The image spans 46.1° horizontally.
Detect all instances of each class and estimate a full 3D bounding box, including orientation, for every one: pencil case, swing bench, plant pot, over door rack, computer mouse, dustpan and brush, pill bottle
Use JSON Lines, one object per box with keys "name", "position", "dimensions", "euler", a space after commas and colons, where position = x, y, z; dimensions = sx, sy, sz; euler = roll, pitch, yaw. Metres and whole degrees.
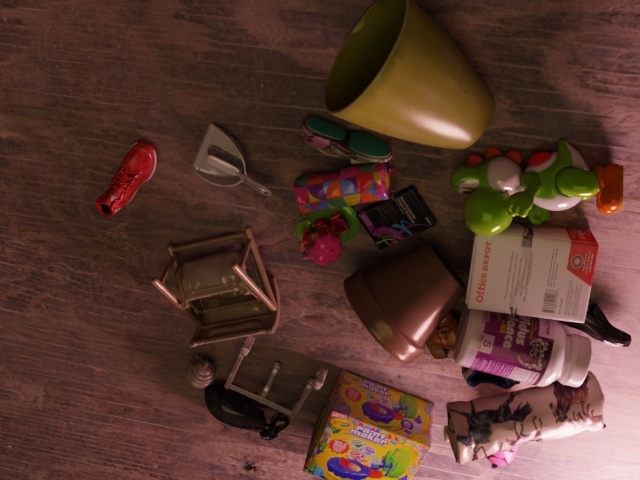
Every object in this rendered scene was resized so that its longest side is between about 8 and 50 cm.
{"name": "pencil case", "position": [0.517, 0.538, 2.108], "dimensions": [0.098, 0.095, 0.209], "euler": [12, 122, 6]}
{"name": "pencil case", "position": [0.057, -0.125, 1.774], "dimensions": [0.237, 0.104, 0.104], "euler": [-8, 120, 18]}
{"name": "swing bench", "position": [-0.264, 0.130, 1.983], "dimensions": [0.254, 0.165, 0.254], "euler": [-12, 125, 19]}
{"name": "plant pot", "position": [0.204, -0.311, 1.540], "dimensions": [0.294, 0.274, 0.275], "euler": [27, 126, -23]}
{"name": "over door rack", "position": [-0.126, 0.375, 2.124], "dimensions": [0.240, 0.108, 0.324], "euler": [24, 146, -3]}
{"name": "computer mouse", "position": [-0.239, 0.530, 2.269], "dimensions": [0.272, 0.072, 0.188], "euler": [30, 143, -4]}
{"name": "pencil case", "position": [0.517, 0.456, 1.941], "dimensions": [0.411, 0.159, 0.183], "euler": [-15, 159, 5]}
{"name": "dustpan and brush", "position": [-0.207, -0.172, 1.827], "dimensions": [0.211, 0.060, 0.147], "euler": [27, 125, -5]}
{"name": "pill bottle", "position": [0.490, 0.258, 1.830], "dimensions": [0.302, 0.169, 0.169], "euler": [14, 125, 3]}
{"name": "plant pot", "position": [0.223, 0.133, 1.840], "dimensions": [0.229, 0.263, 0.263], "euler": [-39, 108, 11]}

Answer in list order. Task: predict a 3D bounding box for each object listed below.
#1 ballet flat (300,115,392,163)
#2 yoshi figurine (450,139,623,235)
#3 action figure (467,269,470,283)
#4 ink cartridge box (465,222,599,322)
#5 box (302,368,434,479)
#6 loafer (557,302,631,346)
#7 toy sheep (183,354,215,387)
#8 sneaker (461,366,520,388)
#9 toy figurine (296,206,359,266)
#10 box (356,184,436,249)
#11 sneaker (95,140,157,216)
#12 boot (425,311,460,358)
{"name": "ballet flat", "position": [0.058, -0.219, 1.736], "dimensions": [0.222, 0.076, 0.079], "euler": [20, 143, 6]}
{"name": "yoshi figurine", "position": [0.465, -0.085, 1.652], "dimensions": [0.363, 0.203, 0.203], "euler": [3, 130, 15]}
{"name": "action figure", "position": [0.399, 0.069, 1.865], "dimensions": [0.038, 0.030, 0.115], "euler": [26, 127, -10]}
{"name": "ink cartridge box", "position": [0.487, 0.068, 1.763], "dimensions": [0.273, 0.114, 0.196], "euler": [7, 109, 8]}
{"name": "box", "position": [0.138, 0.566, 2.164], "dimensions": [0.290, 0.177, 0.279], "euler": [20, 124, -1]}
{"name": "loafer", "position": [0.668, 0.194, 1.852], "dimensions": [0.223, 0.076, 0.078], "euler": [25, 101, 0]}
{"name": "toy sheep", "position": [-0.354, 0.390, 2.219], "dimensions": [0.091, 0.091, 0.132], "euler": [25, 143, -4]}
{"name": "sneaker", "position": [0.514, 0.335, 1.951], "dimensions": [0.297, 0.131, 0.111], "euler": [-8, 119, 16]}
{"name": "toy figurine", "position": [0.000, 0.000, 1.832], "dimensions": [0.173, 0.159, 0.130], "euler": [-20, 116, 25]}
{"name": "box", "position": [0.185, -0.054, 1.833], "dimensions": [0.162, 0.029, 0.116], "euler": [-27, 113, 25]}
{"name": "sneaker", "position": [-0.485, -0.139, 1.873], "dimensions": [0.087, 0.128, 0.221], "euler": [29, 126, -7]}
{"name": "boot", "position": [0.353, 0.228, 1.955], "dimensions": [0.197, 0.073, 0.152], "euler": [-17, 113, 20]}
